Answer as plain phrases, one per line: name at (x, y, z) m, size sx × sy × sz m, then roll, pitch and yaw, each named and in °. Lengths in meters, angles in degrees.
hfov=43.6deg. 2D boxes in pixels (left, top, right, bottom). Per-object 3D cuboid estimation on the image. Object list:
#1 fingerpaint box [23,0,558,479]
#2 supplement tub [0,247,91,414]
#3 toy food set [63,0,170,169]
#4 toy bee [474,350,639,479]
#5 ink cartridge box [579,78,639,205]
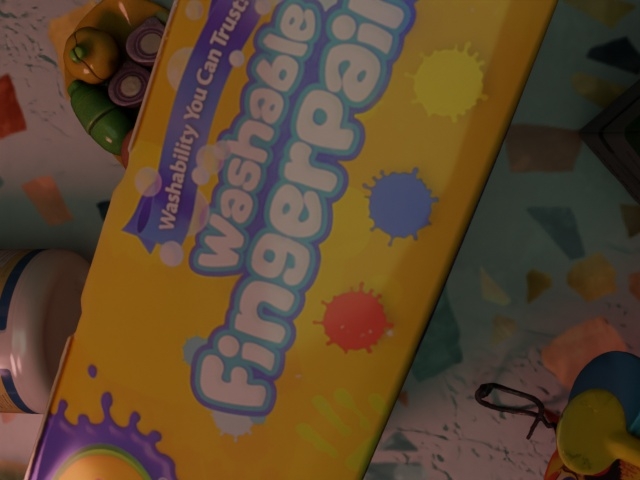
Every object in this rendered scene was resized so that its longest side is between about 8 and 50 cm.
fingerpaint box at (0.000, 0.000, 0.524) m, size 0.163 × 0.371 × 0.445 m, roll 22°, pitch 102°, yaw 6°
supplement tub at (-0.308, 0.078, 0.707) m, size 0.199 × 0.144 × 0.144 m, roll 0°, pitch 100°, yaw 10°
toy food set at (-0.143, -0.110, 0.683) m, size 0.128 × 0.071 × 0.218 m, roll -41°, pitch 91°, yaw 14°
toy bee at (0.224, 0.169, 0.545) m, size 0.195 × 0.298 × 0.162 m, roll 16°, pitch 63°, yaw -3°
ink cartridge box at (0.275, -0.047, 0.551) m, size 0.087 × 0.208 × 0.153 m, roll -41°, pitch 91°, yaw 11°
